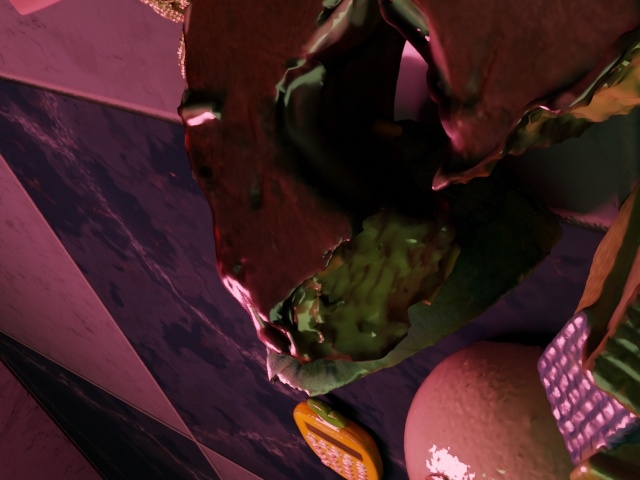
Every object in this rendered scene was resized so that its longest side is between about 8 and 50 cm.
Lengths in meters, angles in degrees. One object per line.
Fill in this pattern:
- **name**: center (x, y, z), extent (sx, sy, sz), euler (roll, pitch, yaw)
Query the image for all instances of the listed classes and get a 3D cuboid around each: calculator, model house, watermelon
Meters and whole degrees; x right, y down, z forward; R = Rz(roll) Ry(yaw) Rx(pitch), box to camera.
- **calculator**: center (0.028, 0.299, 1.255), extent (0.146, 0.032, 0.235), euler (24, 149, 27)
- **model house**: center (0.239, 0.075, 0.517), extent (0.195, 0.189, 0.214), euler (38, 151, 10)
- **watermelon**: center (0.049, -0.005, 0.609), extent (0.146, 0.231, 0.128), euler (60, 153, -5)

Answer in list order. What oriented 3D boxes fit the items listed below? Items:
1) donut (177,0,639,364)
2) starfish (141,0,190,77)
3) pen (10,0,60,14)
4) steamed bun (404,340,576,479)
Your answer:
- **donut**: center (0.044, -0.106, 0.461), extent (0.345, 0.136, 0.259), euler (-45, 60, 40)
- **starfish**: center (-0.079, -0.170, 0.699), extent (0.217, 0.050, 0.223), euler (27, 161, 11)
- **pen**: center (-0.260, -0.257, 0.815), extent (0.197, 0.032, 0.053), euler (3, 134, 52)
- **steamed bun**: center (0.200, 0.235, 0.799), extent (0.283, 0.177, 0.283), euler (30, 151, 19)
